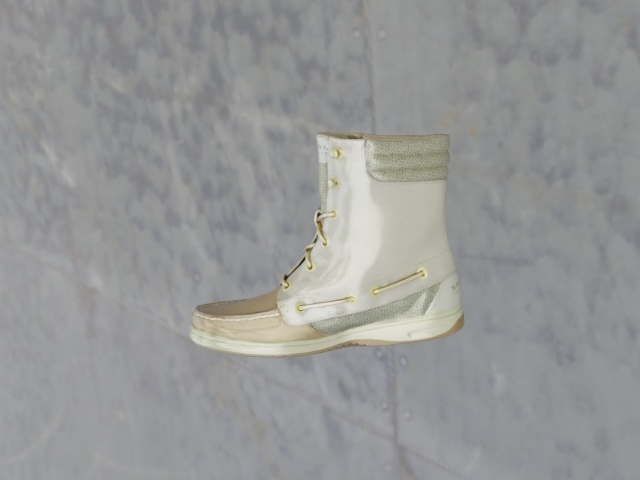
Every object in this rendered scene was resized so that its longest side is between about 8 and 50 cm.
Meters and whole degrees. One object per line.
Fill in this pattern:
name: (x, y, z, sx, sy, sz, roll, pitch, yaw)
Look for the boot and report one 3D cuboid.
boot: (0.000, 0.000, 0.794, 0.077, 0.213, 0.165, -109, 13, -76)
